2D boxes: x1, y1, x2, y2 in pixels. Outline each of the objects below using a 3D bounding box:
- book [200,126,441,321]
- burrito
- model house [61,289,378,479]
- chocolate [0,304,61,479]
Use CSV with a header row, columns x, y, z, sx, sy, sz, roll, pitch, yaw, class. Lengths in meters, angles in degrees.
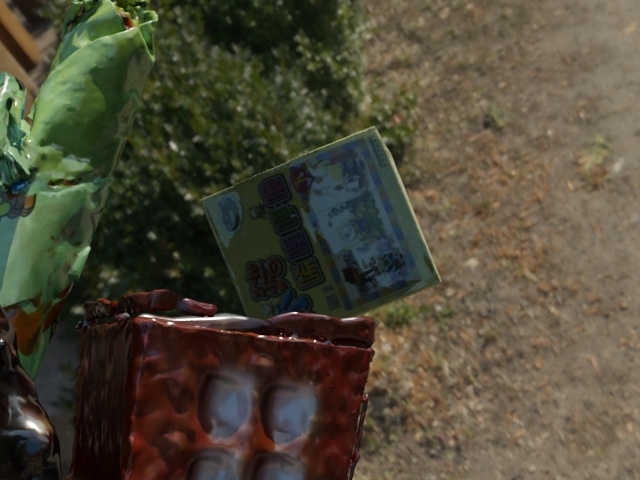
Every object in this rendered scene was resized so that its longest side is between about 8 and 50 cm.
x,y,z,sx,sy,sz,roll,pitch,yaw,class
0.000,0.000,1.097,0.192,0.168,0.013,-23,-3,7,book
-0.181,-0.040,0.702,0.054,0.104,0.288,5,71,46,burrito
-0.079,0.163,0.699,0.196,0.160,0.254,168,113,-67,model house
-0.251,0.103,0.489,0.224,0.177,0.206,-8,83,34,chocolate
